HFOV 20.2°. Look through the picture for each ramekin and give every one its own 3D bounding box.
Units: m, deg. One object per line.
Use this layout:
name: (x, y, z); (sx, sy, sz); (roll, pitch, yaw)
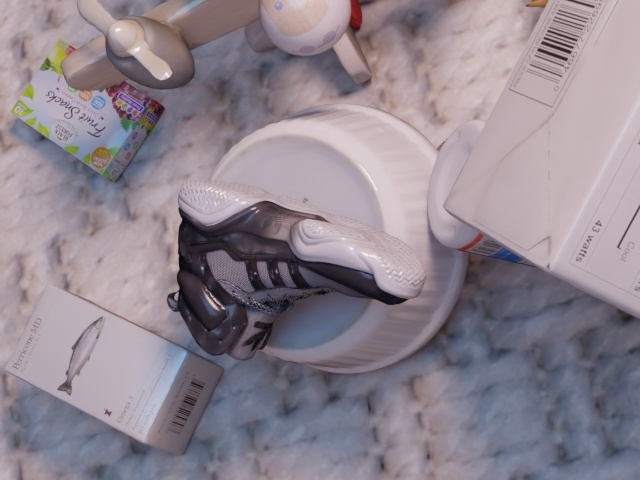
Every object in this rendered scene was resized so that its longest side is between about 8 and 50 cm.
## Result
ramekin: (0.000, 0.000, 1.755); (0.273, 0.127, 0.272); (1, 93, 28)

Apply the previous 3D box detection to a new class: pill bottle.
pill bottle: (0.223, -0.032, 1.682); (0.222, 0.124, 0.124); (12, 77, -24)

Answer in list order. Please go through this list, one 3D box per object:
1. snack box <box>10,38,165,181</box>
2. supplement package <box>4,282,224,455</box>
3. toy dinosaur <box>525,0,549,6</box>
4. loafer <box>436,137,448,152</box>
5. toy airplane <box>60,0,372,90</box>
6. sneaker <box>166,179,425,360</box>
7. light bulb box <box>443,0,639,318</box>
snack box: (-0.255, -0.142, 1.960); (0.141, 0.037, 0.100); (33, 90, 22)
supplement package: (-0.210, 0.132, 1.841); (0.179, 0.105, 0.105); (23, 85, 22)
toy dinosaur: (0.233, -0.292, 1.785); (0.211, 0.064, 0.112); (25, 128, 54)
loafer: (0.113, -0.050, 1.807); (0.148, 0.056, 0.050); (-47, 62, 2)
toy airplane: (-0.031, -0.265, 1.742); (0.272, 0.384, 0.386); (-109, 33, -41)
sneaker: (-0.029, 0.045, 1.647); (0.269, 0.101, 0.153); (20, 102, 32)
light bulb box: (0.365, -0.085, 1.524); (0.358, 0.361, 0.225); (-62, 24, 5)
